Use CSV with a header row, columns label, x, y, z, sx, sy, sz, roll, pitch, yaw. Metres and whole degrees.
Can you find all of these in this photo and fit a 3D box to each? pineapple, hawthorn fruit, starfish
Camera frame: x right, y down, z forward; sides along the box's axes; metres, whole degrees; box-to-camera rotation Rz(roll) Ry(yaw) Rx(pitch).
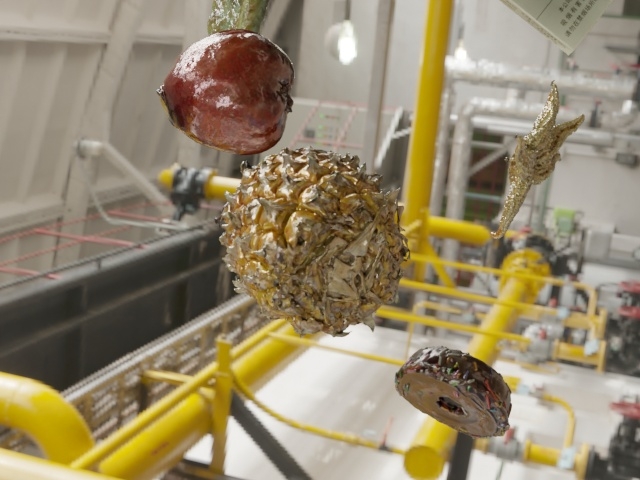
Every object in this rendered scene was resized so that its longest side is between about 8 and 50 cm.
label,x,y,z,sx,sy,sz,roll,pitch,yaw
pineapple,-0.001,0.003,1.663,0.300,0.352,0.353,-136,43,-58
hawthorn fruit,-0.139,-0.213,1.349,0.185,0.202,0.185,-2,-90,-84
starfish,0.440,-0.191,1.897,0.293,0.084,0.301,-47,-31,-29

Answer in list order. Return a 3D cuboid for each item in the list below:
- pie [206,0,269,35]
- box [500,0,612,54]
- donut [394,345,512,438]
label,x,y,z,sx,sy,sz,roll,pitch,yaw
pie,-0.140,-0.416,1.635,0.240,0.054,0.241,-171,90,-66
box,0.389,-0.457,1.653,0.139,0.245,0.035,-50,1,-7
donut,0.255,0.280,1.741,0.089,0.235,0.235,-59,-26,-27
